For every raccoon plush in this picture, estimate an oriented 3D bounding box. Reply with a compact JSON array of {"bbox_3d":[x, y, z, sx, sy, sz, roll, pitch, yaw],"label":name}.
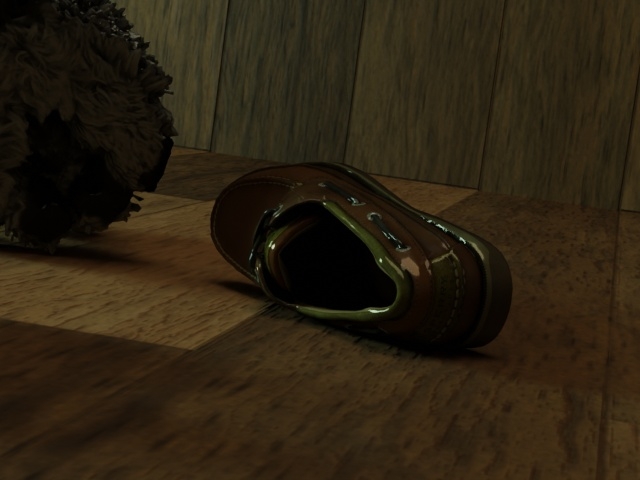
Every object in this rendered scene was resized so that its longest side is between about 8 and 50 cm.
[{"bbox_3d":[-0.254,-0.199,1.422,0.216,0.446,0.299,-7,22,-12],"label":"raccoon plush"}]

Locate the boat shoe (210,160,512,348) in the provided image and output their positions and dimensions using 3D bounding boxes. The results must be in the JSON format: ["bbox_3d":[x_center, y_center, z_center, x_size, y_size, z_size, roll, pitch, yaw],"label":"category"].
[{"bbox_3d":[0.000,0.000,1.209,0.104,0.111,0.307,4,7,-40],"label":"boat shoe"}]
